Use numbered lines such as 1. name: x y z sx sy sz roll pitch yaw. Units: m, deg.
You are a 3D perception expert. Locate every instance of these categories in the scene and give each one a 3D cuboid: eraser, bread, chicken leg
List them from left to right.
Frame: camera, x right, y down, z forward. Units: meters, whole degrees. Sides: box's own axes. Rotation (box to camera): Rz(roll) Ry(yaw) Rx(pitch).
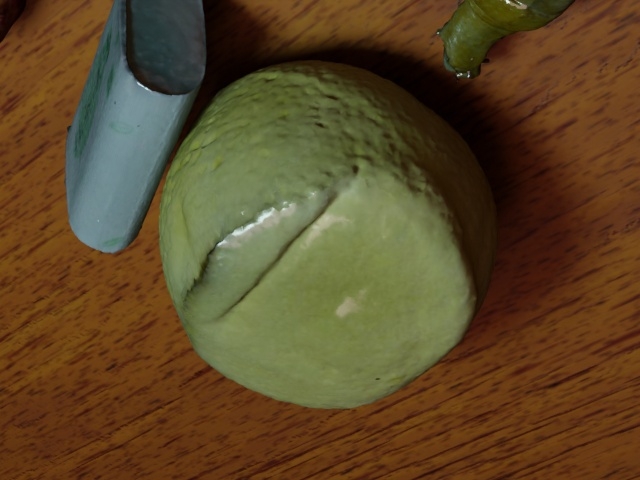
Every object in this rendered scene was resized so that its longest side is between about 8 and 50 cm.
1. eraser: -0.174 -0.123 1.712 0.081 0.174 0.227 6 140 -18
2. bread: 0.002 -0.009 1.684 0.320 0.237 0.320 7 142 5
3. chicken leg: 0.152 -0.213 1.521 0.103 0.088 0.228 30 144 -15

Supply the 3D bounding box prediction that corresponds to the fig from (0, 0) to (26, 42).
1. fig: -0.397 -0.269 1.714 0.257 0.159 0.159 38 137 -1
